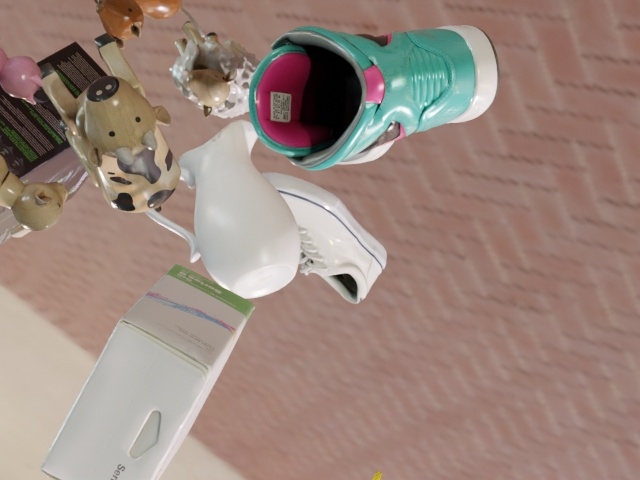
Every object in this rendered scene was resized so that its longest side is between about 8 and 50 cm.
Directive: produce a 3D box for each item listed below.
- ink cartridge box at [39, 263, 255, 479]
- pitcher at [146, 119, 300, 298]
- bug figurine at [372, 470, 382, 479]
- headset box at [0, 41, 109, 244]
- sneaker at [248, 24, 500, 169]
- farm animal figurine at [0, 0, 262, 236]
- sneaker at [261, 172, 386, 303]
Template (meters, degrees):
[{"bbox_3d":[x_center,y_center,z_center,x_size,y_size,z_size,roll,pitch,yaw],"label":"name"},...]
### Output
[{"bbox_3d":[-0.144,0.124,1.207,0.093,0.154,0.212,29,-166,-1],"label":"ink cartridge box"},{"bbox_3d":[-0.127,-0.025,1.746,0.125,0.178,0.207,51,-165,-64],"label":"pitcher"},{"bbox_3d":[0.024,0.396,1.481,0.072,0.279,0.216,27,-162,8],"label":"bug figurine"},{"bbox_3d":[-0.429,-0.105,1.898,0.131,0.283,0.246,47,134,3],"label":"headset box"},{"bbox_3d":[0.006,-0.120,1.254,0.178,0.124,0.295,-8,176,-31],"label":"sneaker"},{"bbox_3d":[-0.225,-0.106,1.332,0.172,0.330,0.327,56,-172,25],"label":"farm animal figurine"},{"bbox_3d":[0.000,0.000,1.871,0.094,0.091,0.258,-4,149,44],"label":"sneaker"}]
